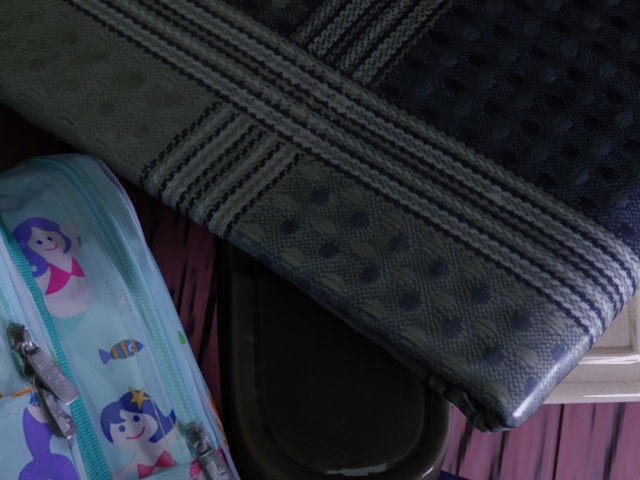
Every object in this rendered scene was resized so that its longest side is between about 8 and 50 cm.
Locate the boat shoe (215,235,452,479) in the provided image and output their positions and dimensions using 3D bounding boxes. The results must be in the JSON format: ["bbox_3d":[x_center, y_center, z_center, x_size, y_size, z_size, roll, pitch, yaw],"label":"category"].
[{"bbox_3d":[0.000,0.000,0.662,0.110,0.104,0.307,8,51,0],"label":"boat shoe"}]

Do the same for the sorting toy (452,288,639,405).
[{"bbox_3d":[0.152,-0.074,0.777,0.229,0.041,0.307,0,84,-14],"label":"sorting toy"}]

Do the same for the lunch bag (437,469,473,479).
[{"bbox_3d":[0.034,0.197,0.568,0.221,0.293,0.138,-28,93,-20],"label":"lunch bag"}]

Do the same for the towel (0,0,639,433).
[{"bbox_3d":[0.028,-0.108,0.652,0.324,0.056,0.312,33,61,16],"label":"towel"}]

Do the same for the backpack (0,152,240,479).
[{"bbox_3d":[-0.147,0.062,0.559,0.191,0.225,0.254,-31,98,-23],"label":"backpack"}]
